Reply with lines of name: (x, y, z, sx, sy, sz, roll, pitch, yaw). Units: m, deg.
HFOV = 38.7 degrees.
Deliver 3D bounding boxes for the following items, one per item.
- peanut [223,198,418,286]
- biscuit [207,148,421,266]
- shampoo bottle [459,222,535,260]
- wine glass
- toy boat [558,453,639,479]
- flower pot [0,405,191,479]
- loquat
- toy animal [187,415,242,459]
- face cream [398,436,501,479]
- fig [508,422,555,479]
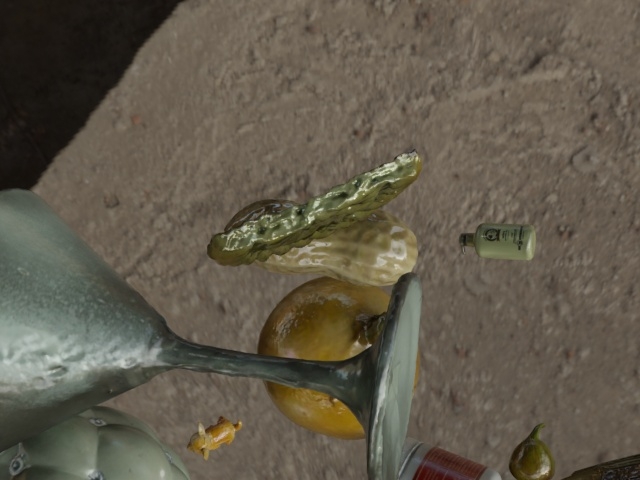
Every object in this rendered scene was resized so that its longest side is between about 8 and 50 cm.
peanut: (0.000, 0.000, 1.383, 0.298, 0.136, 0.120, 8, 88, 8)
biscuit: (-0.007, -0.025, 1.111, 0.274, 0.187, 0.036, -24, 83, -8)
shampoo bottle: (0.384, 0.001, 1.989, 0.162, 0.079, 0.079, 3, 68, 21)
wine glass: (-0.123, 0.103, 0.828, 0.406, 0.267, 0.267, 6, 69, 14)
toy boat: (0.346, 0.264, 0.981, 0.226, 0.088, 0.068, -22, 81, 32)
flower pot: (-0.250, 0.305, 0.979, 0.246, 0.246, 0.195, -42, 68, -13)
loquat: (0.050, 0.220, 1.766, 0.328, 0.359, 0.328, 11, 63, -24)
toy animal: (-0.170, 0.313, 1.450, 0.081, 0.083, 0.060, -19, 82, 15)
face cream: (0.210, 0.483, 1.658, 0.187, 0.201, 0.201, 18, 70, 23)
fig: (0.353, 0.359, 1.517, 0.084, 0.082, 0.098, -6, 95, -38)
